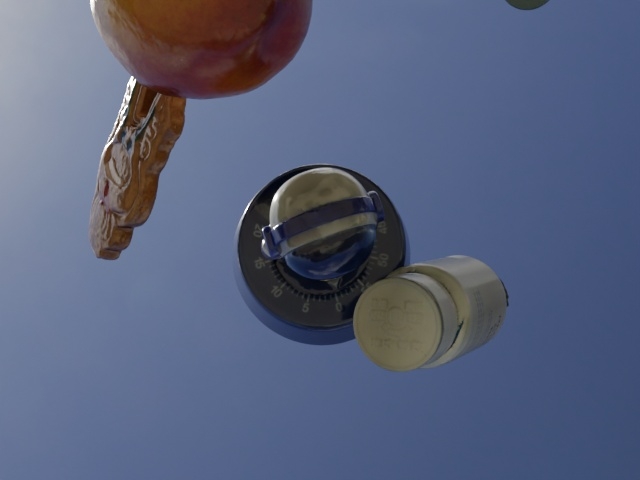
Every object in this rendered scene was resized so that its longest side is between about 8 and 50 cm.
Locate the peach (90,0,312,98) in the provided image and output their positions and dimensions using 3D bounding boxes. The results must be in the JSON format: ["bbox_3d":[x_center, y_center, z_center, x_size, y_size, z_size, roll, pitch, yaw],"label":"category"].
[{"bbox_3d":[-0.154,-0.306,1.310,0.289,0.289,0.308,-25,-132,13],"label":"peach"}]

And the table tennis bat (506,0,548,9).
[{"bbox_3d":[0.320,-0.431,1.566,0.100,0.019,0.155,7,-72,19],"label":"table tennis bat"}]

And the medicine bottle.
[{"bbox_3d":[0.152,0.097,1.385,0.143,0.258,0.144,1,-87,26],"label":"medicine bottle"}]

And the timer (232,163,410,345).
[{"bbox_3d":[0.000,0.000,1.385,0.270,0.383,0.271,0,-98,0],"label":"timer"}]

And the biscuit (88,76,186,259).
[{"bbox_3d":[-0.307,-0.121,1.640,0.202,0.047,0.334,54,-53,48],"label":"biscuit"}]
